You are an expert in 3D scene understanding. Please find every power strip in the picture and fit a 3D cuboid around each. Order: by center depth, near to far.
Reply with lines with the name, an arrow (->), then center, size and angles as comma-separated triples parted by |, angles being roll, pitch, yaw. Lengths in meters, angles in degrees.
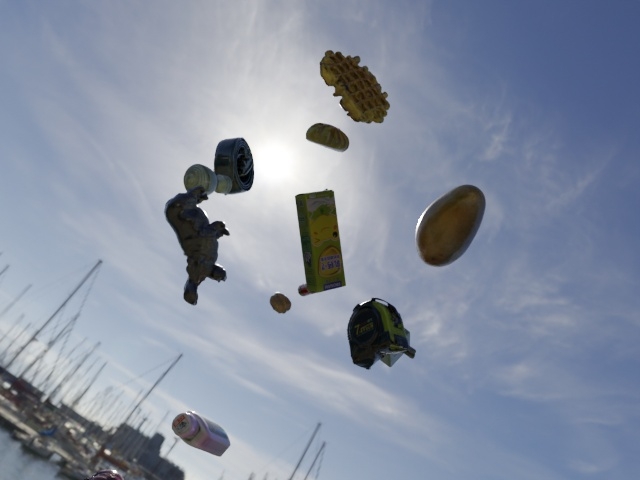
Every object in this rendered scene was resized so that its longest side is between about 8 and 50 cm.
power strip -> 0.297, 0.434, 2.266 | 0.224, 0.140, 0.139 | 34, -30, 32

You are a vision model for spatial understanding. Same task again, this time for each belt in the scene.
belt -> -0.333, -0.284, 2.096 | 0.116, 0.268, 0.207 | -6, -51, 13

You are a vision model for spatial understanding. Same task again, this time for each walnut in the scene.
walnut -> -0.164, 0.257, 2.193 | 0.096, 0.078, 0.083 | 40, -49, 38

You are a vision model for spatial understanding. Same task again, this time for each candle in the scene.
candle -> -0.043, 0.188, 2.111 | 0.052, 0.052, 0.130 | 40, -26, -12

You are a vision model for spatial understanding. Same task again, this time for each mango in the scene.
mango -> 0.466, -0.058, 1.929 | 0.199, 0.221, 0.384 | 62, -29, 32

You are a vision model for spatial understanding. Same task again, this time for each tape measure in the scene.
tape measure -> 0.172, 0.273, 1.623 | 0.199, 0.186, 0.112 | -34, -41, 32

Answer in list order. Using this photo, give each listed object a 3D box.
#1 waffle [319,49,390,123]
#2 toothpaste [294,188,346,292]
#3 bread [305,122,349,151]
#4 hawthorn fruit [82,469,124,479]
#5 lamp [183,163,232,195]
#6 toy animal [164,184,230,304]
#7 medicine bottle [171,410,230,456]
waffle -> 0.113, -0.522, 1.830 | 0.283, 0.310, 0.065 | 19, -40, -26
toothpaste -> 0.000, 0.000, 1.726 | 0.077, 0.110, 0.328 | -1, -82, 57
bread -> 0.027, -0.349, 1.825 | 0.157, 0.094, 0.083 | 19, -72, -7
hawthorn fruit -> -0.762, 0.915, 1.884 | 0.179, 0.179, 0.201 | -15, -78, 55
lamp -> -0.363, -0.189, 1.732 | 0.106, 0.106, 0.193 | 20, 10, 24
toy animal -> -0.343, 0.006, 1.536 | 0.106, 0.168, 0.343 | 89, -16, -70
medicine bottle -> -0.346, 0.548, 1.536 | 0.115, 0.078, 0.219 | 36, -14, 32
